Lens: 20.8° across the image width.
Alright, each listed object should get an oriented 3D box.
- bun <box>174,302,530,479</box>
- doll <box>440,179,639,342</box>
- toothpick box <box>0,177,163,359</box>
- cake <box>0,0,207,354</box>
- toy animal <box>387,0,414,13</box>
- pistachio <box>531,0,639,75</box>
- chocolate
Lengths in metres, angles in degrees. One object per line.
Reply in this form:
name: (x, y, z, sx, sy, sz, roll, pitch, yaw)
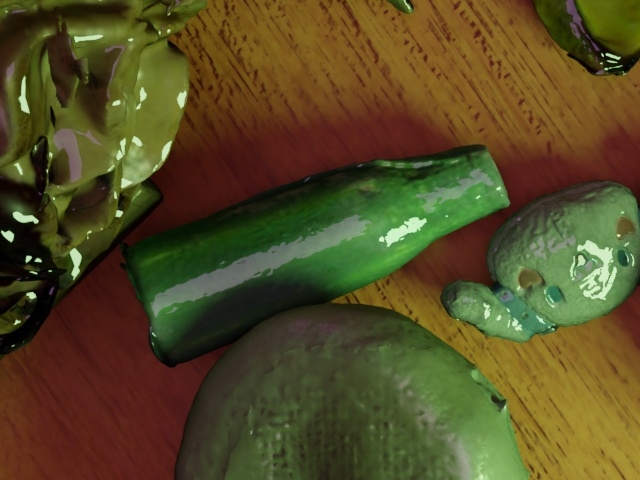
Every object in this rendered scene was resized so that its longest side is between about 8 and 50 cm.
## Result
bun: (0.034, 0.182, 1.300, 0.283, 0.179, 0.283, 0, 90, 25)
doll: (0.192, 0.011, 1.327, 0.214, 0.071, 0.103, -28, 110, -3)
toothpick box: (-0.284, 0.018, 1.321, 0.308, 0.187, 0.190, -44, 86, 0)
cake: (-0.213, -0.091, 1.088, 0.332, 0.332, 0.321, -16, 89, 5)
toy animal: (0.022, -0.234, 1.334, 0.137, 0.098, 0.098, 21, 93, -18)
pistachio: (0.196, -0.206, 1.334, 0.089, 0.049, 0.173, -11, 87, -19)
chocolate: (0.000, 0.000, 1.333, 0.291, 0.110, 0.110, -20, 89, 3)
